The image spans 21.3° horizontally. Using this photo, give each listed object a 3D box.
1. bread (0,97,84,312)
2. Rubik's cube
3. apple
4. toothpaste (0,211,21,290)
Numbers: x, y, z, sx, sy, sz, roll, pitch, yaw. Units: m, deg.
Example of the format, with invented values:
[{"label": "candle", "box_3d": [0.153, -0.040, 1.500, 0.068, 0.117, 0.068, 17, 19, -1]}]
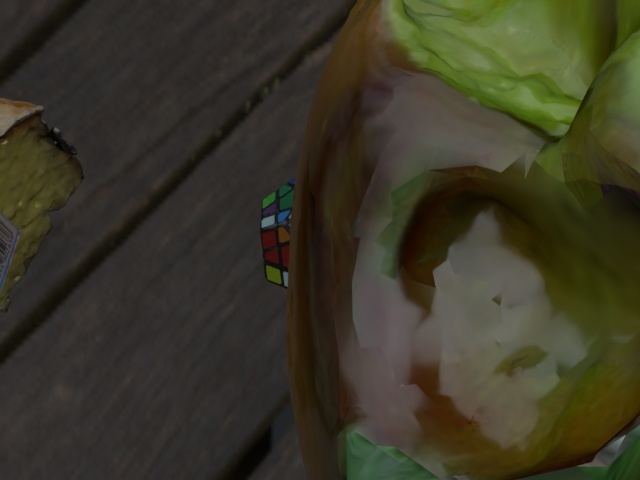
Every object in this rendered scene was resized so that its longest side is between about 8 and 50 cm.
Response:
[{"label": "bread", "box_3d": [-0.254, 0.016, 0.952, 0.134, 0.129, 0.260, 34, 86, 17]}, {"label": "Rubik's cube", "box_3d": [0.000, 0.000, 1.622, 0.133, 0.133, 0.112, -24, 55, -20]}, {"label": "apple", "box_3d": [0.156, 0.010, 0.545, 0.374, 0.374, 0.384, -16, 89, -16]}, {"label": "toothpaste", "box_3d": [-0.204, -0.032, 0.709, 0.070, 0.193, 0.044, 4, 64, 23]}]
